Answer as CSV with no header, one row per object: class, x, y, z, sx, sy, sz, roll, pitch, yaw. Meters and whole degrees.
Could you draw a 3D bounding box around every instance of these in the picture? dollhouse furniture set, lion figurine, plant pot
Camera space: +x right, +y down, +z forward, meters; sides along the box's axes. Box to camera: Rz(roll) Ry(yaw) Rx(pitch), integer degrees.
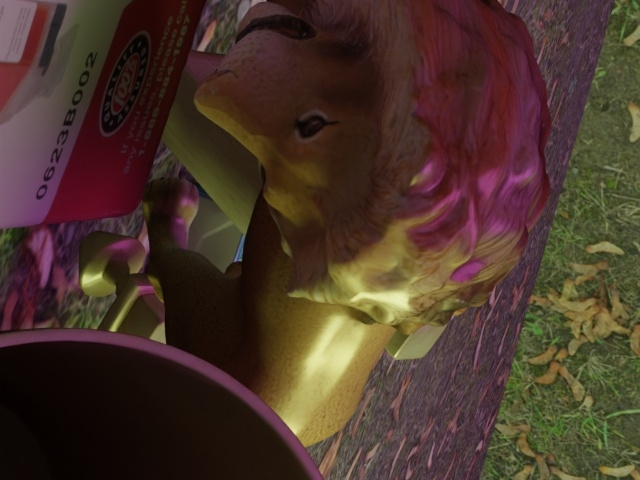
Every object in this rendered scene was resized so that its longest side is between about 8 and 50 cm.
dollhouse furniture set,-0.094,0.069,1.187,0.303,0.174,0.355,1,130,-50
lion figurine,0.000,0.000,0.790,0.392,0.142,0.240,105,-16,-54
plant pot,-0.151,0.149,0.826,0.256,0.256,0.274,-68,-159,-3

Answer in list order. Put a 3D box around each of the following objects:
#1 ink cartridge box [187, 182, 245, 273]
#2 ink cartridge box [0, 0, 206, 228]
ink cartridge box,-0.063,0.015,1.347,0.181,0.061,0.104,-9,120,-73
ink cartridge box,-0.158,-0.149,0.594,0.279,0.160,0.384,-70,165,9
